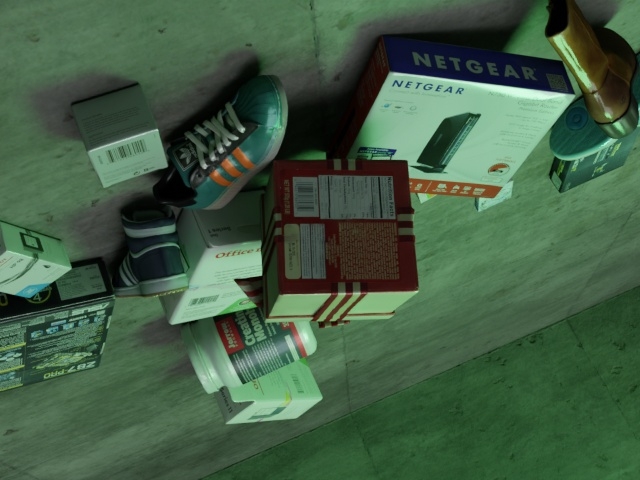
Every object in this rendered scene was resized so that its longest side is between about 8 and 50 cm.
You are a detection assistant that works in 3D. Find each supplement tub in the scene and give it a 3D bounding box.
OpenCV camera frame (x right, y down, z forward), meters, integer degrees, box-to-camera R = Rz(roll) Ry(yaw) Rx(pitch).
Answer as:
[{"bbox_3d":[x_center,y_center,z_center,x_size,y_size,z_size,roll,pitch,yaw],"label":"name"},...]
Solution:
[{"bbox_3d":[-0.163,0.220,1.869,0.272,0.191,0.191,-23,156,-6],"label":"supplement tub"}]

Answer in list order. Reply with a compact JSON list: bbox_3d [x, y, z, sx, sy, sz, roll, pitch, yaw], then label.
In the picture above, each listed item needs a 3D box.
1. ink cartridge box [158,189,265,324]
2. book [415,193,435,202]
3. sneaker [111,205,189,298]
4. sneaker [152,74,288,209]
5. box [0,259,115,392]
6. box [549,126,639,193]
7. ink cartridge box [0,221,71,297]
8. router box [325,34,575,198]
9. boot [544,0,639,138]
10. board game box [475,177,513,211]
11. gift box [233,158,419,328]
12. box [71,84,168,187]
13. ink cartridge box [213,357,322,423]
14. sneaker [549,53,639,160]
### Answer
[{"bbox_3d":[-0.182,0.031,1.562,0.202,0.117,0.278,-9,151,-32],"label":"ink cartridge box"},{"bbox_3d":[0.265,-0.145,1.742,0.144,0.035,0.096,-27,153,2],"label":"book"},{"bbox_3d":[-0.319,0.022,1.465,0.099,0.153,0.282,-14,-176,-30],"label":"sneaker"},{"bbox_3d":[-0.160,-0.138,1.257,0.121,0.108,0.302,-9,153,-41],"label":"sneaker"},{"bbox_3d":[-0.595,0.185,1.506,0.395,0.097,0.318,-12,151,-27],"label":"box"},{"bbox_3d":[0.652,-0.218,1.930,0.184,0.059,0.232,-24,156,-6],"label":"box"},{"bbox_3d":[-0.509,0.030,1.318,0.104,0.060,0.180,-33,155,16],"label":"ink cartridge box"},{"bbox_3d":[0.211,-0.199,1.414,0.336,0.082,0.301,3,147,-17],"label":"router box"},{"bbox_3d":[0.439,-0.343,1.383,0.096,0.264,0.280,-16,137,38],"label":"boot"},{"bbox_3d":[0.418,-0.112,1.965,0.090,0.020,0.090,-24,156,-2],"label":"board game box"},{"bbox_3d":[0.000,0.000,1.354,0.277,0.255,0.258,4,164,-7],"label":"gift box"},{"bbox_3d":[-0.281,-0.146,1.149,0.101,0.087,0.102,-20,156,-11],"label":"box"},{"bbox_3d":[-0.175,0.353,2.105,0.119,0.207,0.354,-40,151,25],"label":"ink cartridge box"},{"bbox_3d":[0.663,-0.268,1.763,0.319,0.127,0.208,-38,152,27],"label":"sneaker"}]
